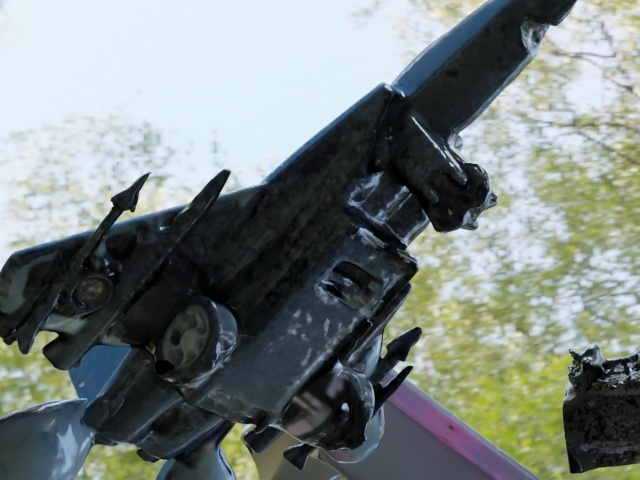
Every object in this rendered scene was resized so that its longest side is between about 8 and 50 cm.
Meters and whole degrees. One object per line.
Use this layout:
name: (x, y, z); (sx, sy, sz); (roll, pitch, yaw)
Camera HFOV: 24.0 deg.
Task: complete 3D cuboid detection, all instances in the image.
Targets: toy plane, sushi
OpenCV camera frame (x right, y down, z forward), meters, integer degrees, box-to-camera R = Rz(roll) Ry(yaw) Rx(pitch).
toy plane: (0.003, 0.005, 0.480); (0.246, 0.169, 0.078); (-41, -137, 21)
sushi: (0.220, 0.119, 1.091); (0.083, 0.056, 0.085); (-3, -71, 19)

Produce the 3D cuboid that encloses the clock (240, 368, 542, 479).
clock: (0.063, 0.187, 1.084); (0.253, 0.083, 0.186); (36, -24, -2)
